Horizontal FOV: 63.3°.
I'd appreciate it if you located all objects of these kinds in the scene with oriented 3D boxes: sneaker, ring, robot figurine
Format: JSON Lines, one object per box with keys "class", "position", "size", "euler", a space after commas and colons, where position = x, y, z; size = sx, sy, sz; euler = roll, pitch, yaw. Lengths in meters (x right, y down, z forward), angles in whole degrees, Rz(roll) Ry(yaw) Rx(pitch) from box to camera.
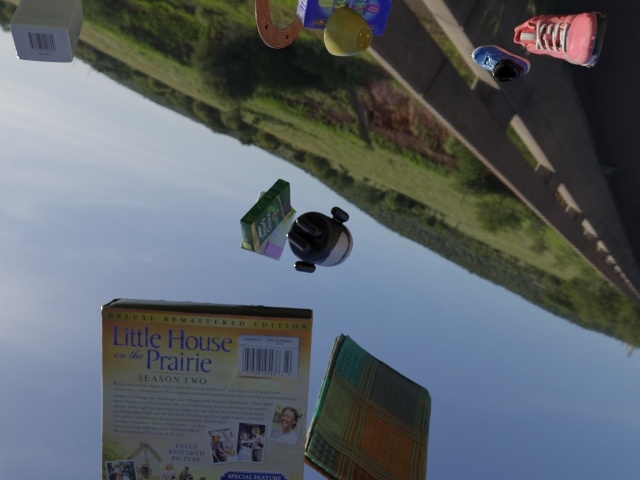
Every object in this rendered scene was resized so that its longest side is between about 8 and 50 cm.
{"class": "sneaker", "position": [0.446, -0.449, 1.321], "size": [0.152, 0.058, 0.084], "euler": [31, -133, 23]}
{"class": "sneaker", "position": [0.542, -0.464, 1.204], "size": [0.136, 0.116, 0.314], "euler": [-1, -158, 1]}
{"class": "ring", "position": [-0.108, -0.768, 1.605], "size": [0.032, 0.337, 0.336], "euler": [25, -172, 18]}
{"class": "robot figurine", "position": [0.003, 0.000, 1.757], "size": [0.209, 0.174, 0.278], "euler": [-19, 163, 22]}

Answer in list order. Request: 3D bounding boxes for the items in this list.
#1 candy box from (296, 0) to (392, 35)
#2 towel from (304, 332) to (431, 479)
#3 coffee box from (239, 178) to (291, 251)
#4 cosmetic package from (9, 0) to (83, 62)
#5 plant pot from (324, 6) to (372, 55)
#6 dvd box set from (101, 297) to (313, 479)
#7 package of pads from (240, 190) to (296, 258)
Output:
{"class": "candy box", "position": [0.090, -0.783, 1.504], "size": [0.267, 0.317, 0.122], "euler": [-2, -137, -20]}
{"class": "towel", "position": [0.112, 0.370, 1.062], "size": [0.271, 0.040, 0.370], "euler": [35, -153, -4]}
{"class": "coffee box", "position": [-0.144, -0.067, 1.396], "size": [0.040, 0.184, 0.113], "euler": [25, 143, 19]}
{"class": "cosmetic package", "position": [-0.621, -0.504, 1.194], "size": [0.117, 0.086, 0.231], "euler": [0, -135, -14]}
{"class": "plant pot", "position": [0.091, -0.585, 1.482], "size": [0.095, 0.134, 0.134], "euler": [35, -167, 35]}
{"class": "dvd box set", "position": [-0.173, 0.304, 0.789], "size": [0.307, 0.421, 0.062], "euler": [2, -172, -1]}
{"class": "package of pads", "position": [-0.187, -0.052, 1.971], "size": [0.101, 0.229, 0.296], "euler": [19, 177, 10]}
